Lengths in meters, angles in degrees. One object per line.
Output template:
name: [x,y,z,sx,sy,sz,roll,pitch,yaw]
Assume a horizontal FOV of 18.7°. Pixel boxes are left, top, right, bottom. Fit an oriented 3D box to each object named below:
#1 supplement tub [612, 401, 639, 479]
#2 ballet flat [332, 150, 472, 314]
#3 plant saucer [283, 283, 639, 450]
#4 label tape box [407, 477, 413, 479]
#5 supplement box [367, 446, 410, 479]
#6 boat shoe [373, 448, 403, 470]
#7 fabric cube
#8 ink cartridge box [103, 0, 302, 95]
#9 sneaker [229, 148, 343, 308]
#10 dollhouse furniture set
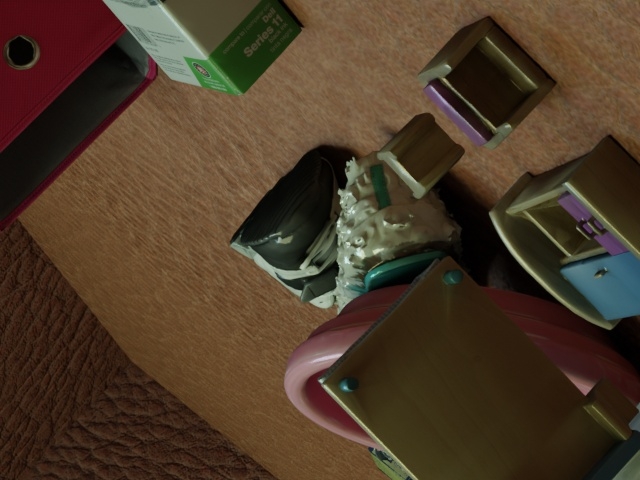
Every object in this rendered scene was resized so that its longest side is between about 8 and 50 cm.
supplement tub: [0.358,0.229,1.431,0.316,0.193,0.193,42,168,3]
ballet flat: [0.075,0.025,1.859,0.147,0.147,0.409,40,164,15]
plant saucer: [0.136,0.121,1.743,0.332,0.084,0.332,9,158,4]
label tape box: [0.181,0.321,1.925,0.249,0.347,0.115,30,162,45]
supplement box: [0.121,0.313,2.762,0.083,0.056,0.083,37,166,27]
boat shoe: [0.113,0.241,2.440,0.301,0.102,0.108,35,165,35]
fabric cube: [-0.352,-0.207,2.053,0.258,0.254,0.259,44,168,6]
ink cartridge box: [-0.135,-0.232,1.673,0.208,0.087,0.153,49,167,-28]
sneaker: [0.000,0.000,1.985,0.146,0.122,0.330,40,176,-2]
dollhouse furniture set: [0.096,0.057,1.420,0.286,0.303,0.198,44,167,-4]
